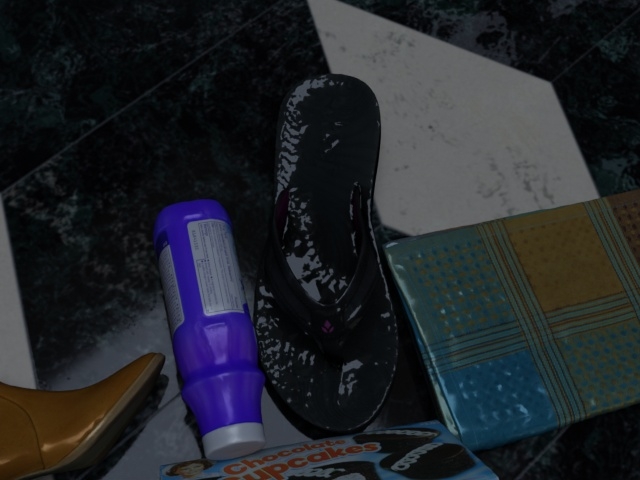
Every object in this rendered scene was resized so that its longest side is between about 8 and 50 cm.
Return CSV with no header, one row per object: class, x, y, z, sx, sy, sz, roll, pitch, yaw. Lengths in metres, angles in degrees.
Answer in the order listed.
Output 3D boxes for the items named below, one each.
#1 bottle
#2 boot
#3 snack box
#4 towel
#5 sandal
bottle,-0.121,0.097,1.016,0.092,0.118,0.282,-9,64,-12
boot,-0.332,0.178,0.978,0.211,0.104,0.295,38,70,10
snack box,-0.001,0.261,0.940,0.322,0.187,0.060,-7,97,-10
towel,0.285,0.090,1.127,0.370,0.040,0.271,-13,70,-13
sandal,-0.002,-0.001,1.071,0.168,0.107,0.445,-5,71,8
